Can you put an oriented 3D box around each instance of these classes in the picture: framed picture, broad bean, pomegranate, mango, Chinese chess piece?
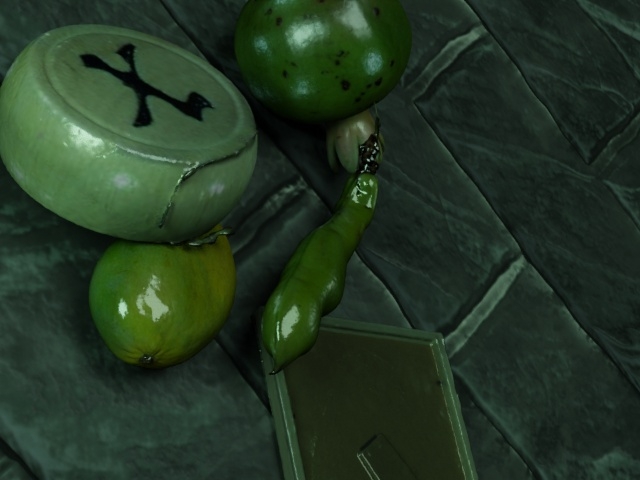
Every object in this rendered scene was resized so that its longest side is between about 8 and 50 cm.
[{"bbox_3d":[0.063,0.228,1.298,0.247,0.022,0.335,11,56,-40],"label":"framed picture"},{"bbox_3d":[0.002,0.008,1.320,0.098,0.056,0.318,74,28,-45],"label":"broad bean"},{"bbox_3d":[0.012,-0.179,1.433,0.187,0.187,0.225,-52,130,-49],"label":"pomegranate"},{"bbox_3d":[-0.129,0.035,1.199,0.122,0.085,0.191,42,42,-5],"label":"mango"},{"bbox_3d":[-0.163,-0.095,1.194,0.238,0.092,0.237,20,31,-12],"label":"Chinese chess piece"}]
